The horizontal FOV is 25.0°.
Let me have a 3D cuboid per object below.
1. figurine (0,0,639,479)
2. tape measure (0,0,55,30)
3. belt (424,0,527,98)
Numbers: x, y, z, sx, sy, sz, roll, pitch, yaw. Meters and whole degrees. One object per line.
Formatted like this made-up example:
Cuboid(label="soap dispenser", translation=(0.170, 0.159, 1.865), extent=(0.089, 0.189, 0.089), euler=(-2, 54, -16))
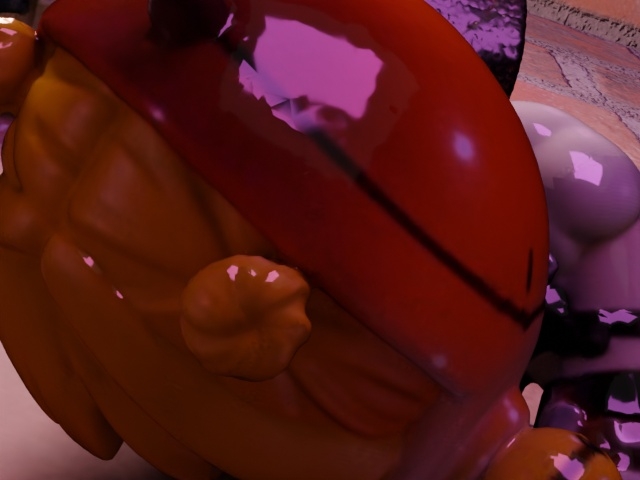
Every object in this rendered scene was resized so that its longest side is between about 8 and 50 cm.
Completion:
Cuboid(label="figurine", translation=(0.003, -0.004, 0.566), extent=(0.320, 0.196, 0.323), euler=(39, 16, 35))
Cuboid(label="tape measure", translation=(-0.219, -0.167, 0.994), extent=(0.235, 0.115, 0.207), euler=(22, 15, 39))
Cuboid(label="belt", translation=(0.042, -0.120, 0.998), extent=(0.164, 0.184, 0.289), euler=(13, 12, -3))
